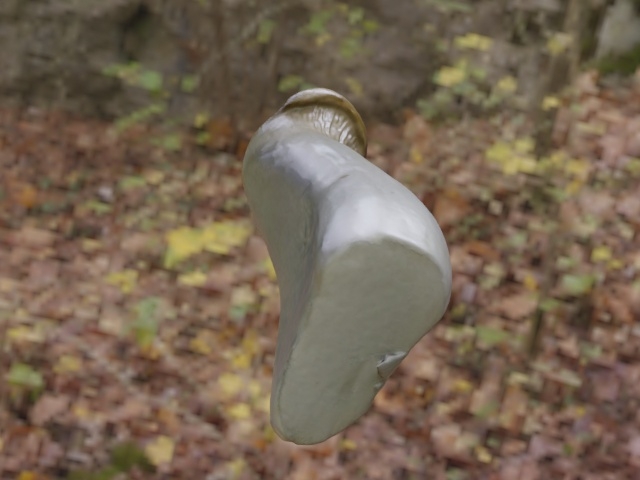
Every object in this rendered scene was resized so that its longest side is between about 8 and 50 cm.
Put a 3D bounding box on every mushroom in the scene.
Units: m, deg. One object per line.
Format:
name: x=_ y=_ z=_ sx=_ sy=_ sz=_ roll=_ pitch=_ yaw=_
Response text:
mushroom: x=0.000 y=0.000 z=1.232 sx=0.122 sy=0.159 sz=0.329 roll=54 pitch=7 yaw=-27
